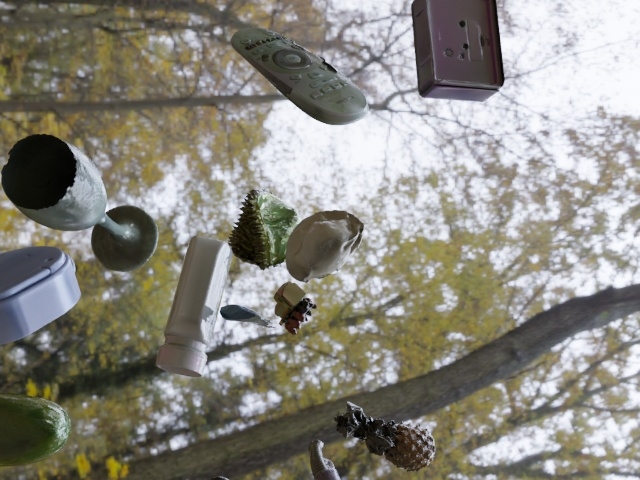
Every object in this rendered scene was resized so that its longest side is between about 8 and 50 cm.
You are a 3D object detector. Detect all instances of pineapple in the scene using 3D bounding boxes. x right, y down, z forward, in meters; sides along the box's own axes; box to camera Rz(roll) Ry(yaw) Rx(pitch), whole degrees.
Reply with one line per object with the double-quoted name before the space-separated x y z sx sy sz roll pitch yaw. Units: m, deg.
"pineapple" 0.140 0.443 1.818 0.119 0.237 0.111 -36 -149 56

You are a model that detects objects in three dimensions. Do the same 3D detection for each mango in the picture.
"mango" -0.384 0.220 0.922 0.237 0.137 0.091 -1 -100 14

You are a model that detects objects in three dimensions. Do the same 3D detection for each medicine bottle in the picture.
"medicine bottle" -0.278 0.149 1.784 0.161 0.111 0.296 103 0 -68

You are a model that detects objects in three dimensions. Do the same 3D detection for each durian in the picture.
"durian" -0.163 -0.016 2.350 0.163 0.198 0.394 -59 -163 23

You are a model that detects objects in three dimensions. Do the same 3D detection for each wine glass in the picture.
"wine glass" -0.244 -0.110 0.995 0.096 0.264 0.309 28 -10 10

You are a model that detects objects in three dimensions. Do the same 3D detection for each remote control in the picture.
"remote control" -0.032 -0.232 1.126 0.256 0.097 0.045 45 -39 29

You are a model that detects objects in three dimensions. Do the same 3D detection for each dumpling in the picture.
"dumpling" 0.000 0.000 2.189 0.172 0.247 0.142 52 0 31

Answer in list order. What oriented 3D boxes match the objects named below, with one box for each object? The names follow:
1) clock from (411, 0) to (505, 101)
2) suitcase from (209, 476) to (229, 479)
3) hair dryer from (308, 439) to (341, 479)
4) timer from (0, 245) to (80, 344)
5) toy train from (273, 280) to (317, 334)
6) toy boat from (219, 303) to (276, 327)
"clock" 0.240 -0.349 1.417 0.073 0.144 0.193 143 -53 -68
"suitcase" -0.200 0.701 1.586 0.345 0.188 0.339 -91 -157 -56
"hair dryer" 0.095 0.464 1.329 0.361 0.301 0.121 47 -57 36
"timer" -0.831 0.148 2.178 0.395 0.395 0.173 14 -57 53
"toy train" -0.061 0.142 1.672 0.087 0.050 0.138 42 -29 7
"toy boat" -0.150 0.175 1.745 0.105 0.149 0.034 -13 -124 55
